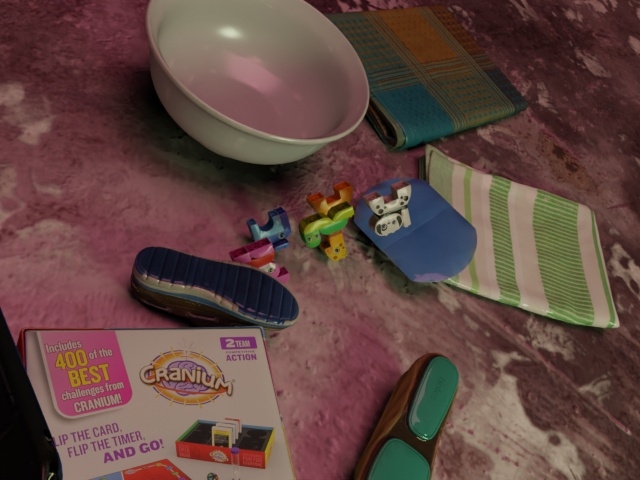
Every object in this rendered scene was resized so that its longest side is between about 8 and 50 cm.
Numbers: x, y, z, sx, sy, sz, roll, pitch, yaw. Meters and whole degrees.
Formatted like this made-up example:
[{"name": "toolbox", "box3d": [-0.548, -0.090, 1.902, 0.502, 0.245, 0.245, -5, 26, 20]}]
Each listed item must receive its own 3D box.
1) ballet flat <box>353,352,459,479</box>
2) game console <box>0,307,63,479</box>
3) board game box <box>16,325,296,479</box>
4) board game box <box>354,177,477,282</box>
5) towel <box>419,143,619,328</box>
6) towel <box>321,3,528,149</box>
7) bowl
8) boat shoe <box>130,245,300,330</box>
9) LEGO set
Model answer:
[{"name": "ballet flat", "box3d": [0.086, 0.223, 0.816, 0.080, 0.073, 0.232, 43, 51, -8]}, {"name": "game console", "box3d": [-0.353, 0.124, 0.509, 0.293, 0.250, 0.173, 51, 11, 34]}, {"name": "board game box", "box3d": [-0.138, 0.230, 0.677, 0.242, 0.064, 0.316, 4, 55, -29]}, {"name": "board game box", "box3d": [0.127, -0.010, 1.025, 0.133, 0.033, 0.168, -33, 69, -28]}, {"name": "towel", "box3d": [0.295, -0.004, 1.140, 0.325, 0.038, 0.247, 19, 49, -18]}, {"name": "towel", "box3d": [0.171, -0.290, 1.288, 0.370, 0.040, 0.271, -20, 69, -42]}, {"name": "bowl", "box3d": [-0.097, -0.201, 0.988, 0.298, 0.134, 0.297, 16, 50, -20]}, {"name": "boat shoe", "box3d": [-0.114, 0.060, 0.821, 0.183, 0.066, 0.066, 21, 45, -9]}, {"name": "LEGO set", "box3d": [0.000, 0.000, 0.923, 0.227, 0.093, 0.087, -23, 30, -13]}]
